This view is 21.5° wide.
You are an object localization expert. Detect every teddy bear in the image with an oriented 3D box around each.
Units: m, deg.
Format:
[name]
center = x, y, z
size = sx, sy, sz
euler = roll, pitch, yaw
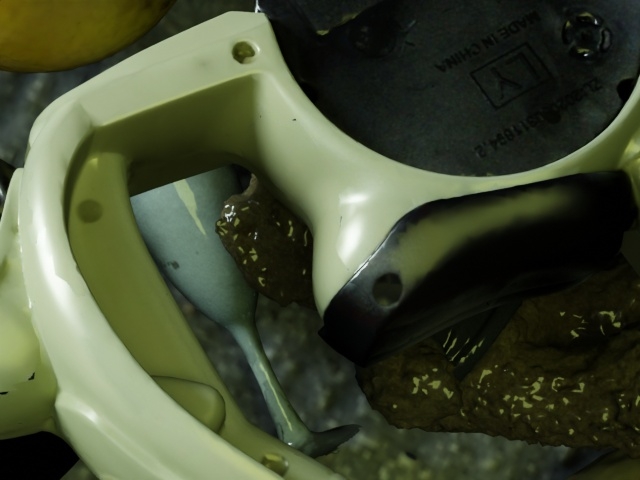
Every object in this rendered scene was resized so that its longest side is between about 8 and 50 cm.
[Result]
[teddy bear]
center = 0.067, 0.032, 0.793
size = 0.251, 0.182, 0.129
euler = 28, 122, -9

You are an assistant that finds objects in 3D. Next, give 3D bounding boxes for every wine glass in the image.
[wine glass]
center = -0.047, 0.014, 0.807
size = 0.066, 0.066, 0.198
euler = -25, 95, -13

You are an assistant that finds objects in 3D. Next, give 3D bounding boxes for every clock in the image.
[clock]
center = 0.000, 0.000, 0.667
size = 0.379, 0.120, 0.276
euler = -34, 75, -14

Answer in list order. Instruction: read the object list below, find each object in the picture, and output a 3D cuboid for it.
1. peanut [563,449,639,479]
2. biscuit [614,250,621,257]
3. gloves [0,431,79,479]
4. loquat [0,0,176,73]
[peanut]
center = 0.237, 0.171, 0.850
size = 0.257, 0.123, 0.123
euler = 23, 85, -16
[biscuit]
center = 0.115, -0.059, 0.871
size = 0.139, 0.016, 0.231
euler = 20, 86, -15
[gloves]
center = -0.203, 0.024, 0.747
size = 0.140, 0.131, 0.219
euler = -44, 70, -6
[loquat]
center = -0.136, -0.163, 0.737
size = 0.204, 0.149, 0.172
euler = 22, 76, 8
